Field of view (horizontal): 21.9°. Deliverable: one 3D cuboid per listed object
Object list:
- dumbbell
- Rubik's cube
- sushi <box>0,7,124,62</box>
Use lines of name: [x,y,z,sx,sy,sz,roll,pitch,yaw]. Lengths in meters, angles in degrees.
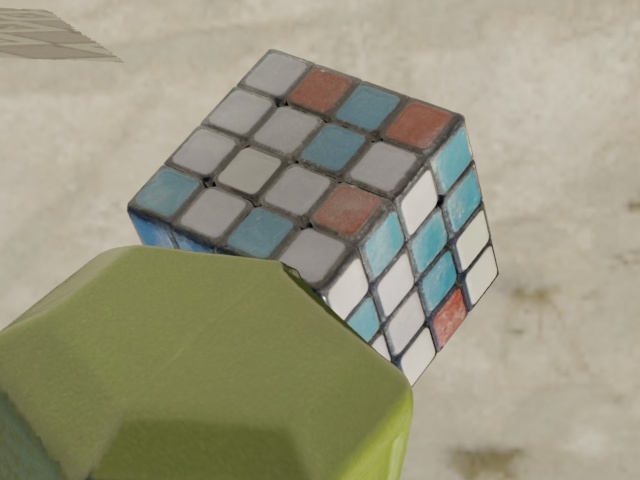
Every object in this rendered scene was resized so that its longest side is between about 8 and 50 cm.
dumbbell: [-0.048,0.148,0.515,0.108,0.121,0.302,20,125,19]
Rubik's cube: [0.000,0.000,0.618,0.092,0.092,0.092,23,150,32]
sushi: [-0.283,-0.102,0.981,0.294,0.059,0.292,-1,-166,-20]
